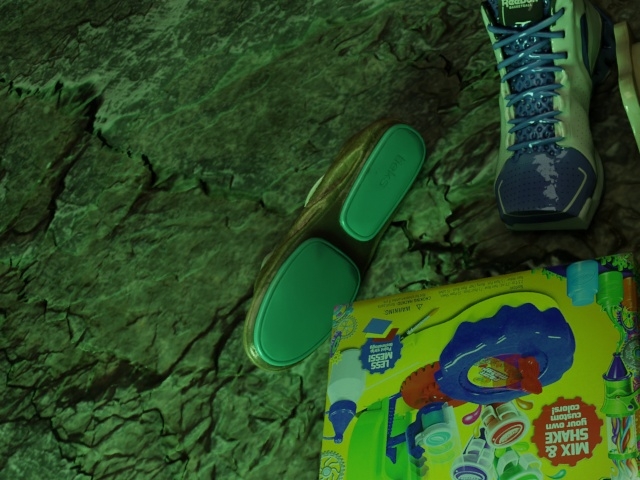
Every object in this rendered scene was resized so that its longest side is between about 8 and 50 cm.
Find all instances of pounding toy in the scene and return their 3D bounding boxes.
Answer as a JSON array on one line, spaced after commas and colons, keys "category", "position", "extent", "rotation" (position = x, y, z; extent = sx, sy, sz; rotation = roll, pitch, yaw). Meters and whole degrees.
[{"category": "pounding toy", "position": [0.388, -0.132, 1.072], "extent": [0.154, 0.154, 0.269], "rotation": [-17, 33, 24]}]

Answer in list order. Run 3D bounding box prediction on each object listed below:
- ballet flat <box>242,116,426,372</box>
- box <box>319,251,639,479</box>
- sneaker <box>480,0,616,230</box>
[{"category": "ballet flat", "position": [0.000, 0.000, 1.266], "extent": [0.124, 0.116, 0.342], "rotation": [3, 59, 58]}, {"category": "box", "position": [0.167, 0.193, 0.964], "extent": [0.290, 0.177, 0.279], "rotation": [-13, 55, 27]}, {"category": "sneaker", "position": [0.230, -0.176, 1.171], "extent": [0.127, 0.182, 0.316], "rotation": [-5, 57, 33]}]
